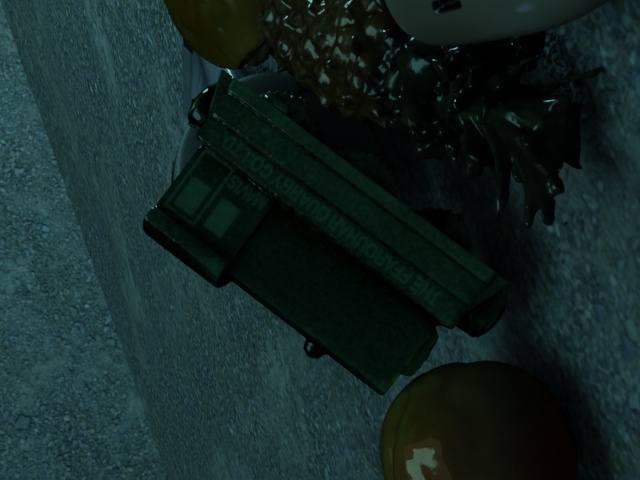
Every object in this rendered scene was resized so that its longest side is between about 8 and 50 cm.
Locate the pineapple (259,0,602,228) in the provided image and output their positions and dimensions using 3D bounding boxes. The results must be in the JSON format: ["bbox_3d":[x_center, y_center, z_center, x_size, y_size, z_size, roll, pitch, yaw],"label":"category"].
[{"bbox_3d":[0.085,-0.135,0.917,0.340,0.169,0.169,49,147,44],"label":"pineapple"}]

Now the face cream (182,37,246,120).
[{"bbox_3d":[-0.134,-0.156,1.499,0.420,0.137,0.235,-118,23,-47],"label":"face cream"}]

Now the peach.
[{"bbox_3d":[0.136,0.194,1.009,0.184,0.184,0.184,48,147,47],"label":"peach"}]

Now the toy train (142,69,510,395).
[{"bbox_3d":[0.000,0.000,1.021,0.330,0.178,0.138,38,179,4],"label":"toy train"}]

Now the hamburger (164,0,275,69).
[{"bbox_3d":[-0.089,-0.325,1.197,0.318,0.158,0.319,165,90,-69],"label":"hamburger"}]

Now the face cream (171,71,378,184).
[{"bbox_3d":[-0.051,-0.060,1.192,0.187,0.201,0.201,166,88,-81],"label":"face cream"}]

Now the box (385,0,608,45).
[{"bbox_3d":[0.130,-0.190,0.773,0.200,0.146,0.088,4,126,54],"label":"box"}]
